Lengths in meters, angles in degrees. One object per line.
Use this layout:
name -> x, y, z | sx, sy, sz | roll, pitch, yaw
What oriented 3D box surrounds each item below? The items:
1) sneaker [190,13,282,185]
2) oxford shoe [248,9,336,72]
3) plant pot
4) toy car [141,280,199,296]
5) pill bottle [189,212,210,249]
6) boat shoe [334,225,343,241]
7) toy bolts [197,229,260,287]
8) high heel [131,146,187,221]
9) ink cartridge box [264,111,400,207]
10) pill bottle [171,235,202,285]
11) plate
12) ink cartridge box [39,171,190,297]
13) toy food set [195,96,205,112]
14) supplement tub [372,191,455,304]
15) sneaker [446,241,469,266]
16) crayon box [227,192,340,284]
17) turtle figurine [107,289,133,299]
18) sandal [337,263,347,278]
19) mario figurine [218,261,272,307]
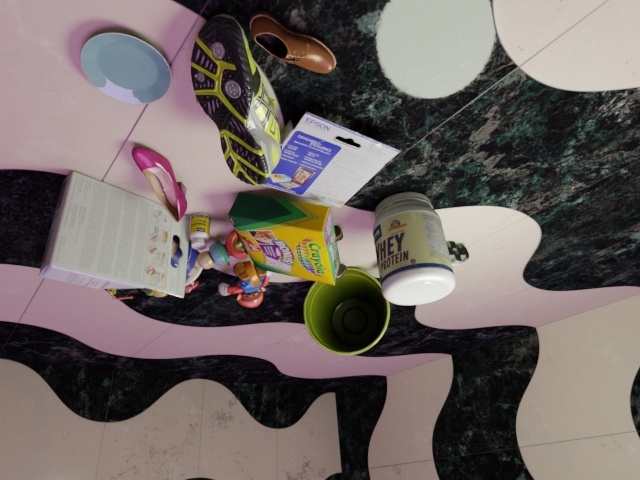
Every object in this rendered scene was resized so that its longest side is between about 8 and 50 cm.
sneaker -> -0.181, -0.321, 1.020 | 0.145, 0.147, 0.385 | 11, 135, 18
oxford shoe -> -0.056, -0.402, 0.943 | 0.212, 0.076, 0.076 | 13, 143, -31
plant pot -> 0.140, 0.342, 2.009 | 0.365, 0.367, 0.353 | -10, 161, 9
toy car -> -0.664, 0.205, 1.852 | 0.224, 0.053, 0.239 | -5, 177, 28
pill bottle -> -0.405, -0.029, 1.481 | 0.065, 0.117, 0.065 | -4, 150, -2
boat shoe -> 0.000, 0.000, 1.639 | 0.177, 0.064, 0.060 | -15, 146, 12
toy bolts -> -0.326, 0.081, 1.524 | 0.158, 0.219, 0.228 | -25, 167, -7
high heel -> -0.460, -0.157, 1.258 | 0.082, 0.117, 0.244 | -9, 149, 7
ink cartridge box -> 0.013, -0.229, 1.256 | 0.303, 0.072, 0.307 | 15, 142, -28
pill bottle -> -0.545, 0.040, 1.534 | 0.153, 0.153, 0.265 | -17, 141, 20
plate -> -0.426, -0.381, 0.976 | 0.187, 0.024, 0.188 | -4, 150, -2
ink cartridge box -> -0.591, 0.004, 1.325 | 0.091, 0.309, 0.384 | -29, 142, 35
toy food set -> -0.239, -0.330, 1.091 | 0.122, 0.019, 0.078 | -8, 149, 5
supplement tub -> 0.301, 0.027, 1.469 | 0.235, 0.325, 0.236 | -4, 150, -2
sneaker -> 0.422, 0.073, 1.763 | 0.330, 0.123, 0.146 | 10, 145, -22
crayon box -> -0.105, 0.004, 1.495 | 0.312, 0.106, 0.363 | 11, 151, 15
turtle figurine -> -0.728, 0.104, 1.690 | 0.269, 0.087, 0.217 | -31, 143, -3
sandal -> 0.003, 0.118, 1.843 | 0.219, 0.090, 0.060 | 3, 128, 1
mario figurine -> -0.304, 0.153, 1.812 | 0.197, 0.170, 0.321 | 19, 149, -4
